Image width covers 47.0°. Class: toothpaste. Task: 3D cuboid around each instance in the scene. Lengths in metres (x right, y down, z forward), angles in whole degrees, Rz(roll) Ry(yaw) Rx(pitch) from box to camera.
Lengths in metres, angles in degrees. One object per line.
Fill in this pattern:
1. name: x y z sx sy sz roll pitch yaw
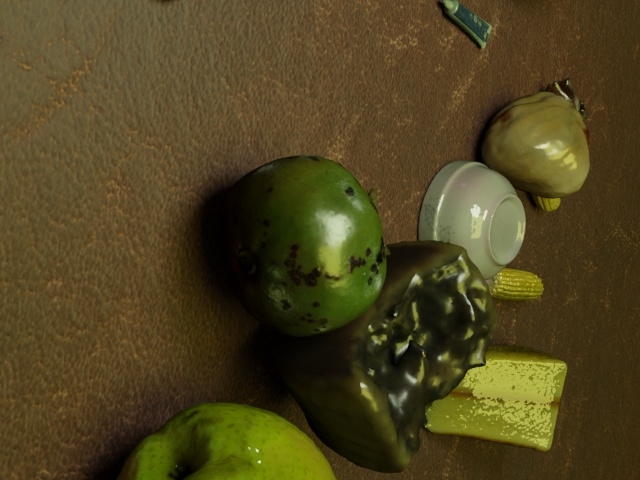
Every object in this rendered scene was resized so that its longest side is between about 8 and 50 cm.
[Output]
1. toothpaste: 0.318 -0.479 1.599 0.197 0.034 0.057 16 95 -49

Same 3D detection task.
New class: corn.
1. corn: 0.481 0.111 1.850 0.248 0.081 0.081 9 92 -47
2. corn: 0.567 -0.151 1.900 0.067 0.067 0.206 -55 129 -24

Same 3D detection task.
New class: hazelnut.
1. hazelnut: 0.497 -0.212 1.720 0.261 0.241 0.261 18 57 -31

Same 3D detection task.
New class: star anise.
1. star anise: 0.645 -0.291 1.934 0.288 0.088 0.288 11 76 -54

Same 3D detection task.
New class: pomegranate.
1. pomegranate: 0.006 0.007 1.175 0.323 0.291 0.291 -2 100 -24

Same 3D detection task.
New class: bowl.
1. bowl: 0.359 -0.034 1.651 0.287 0.143 0.287 -10 104 -45

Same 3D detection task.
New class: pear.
1. pear: -0.137 0.421 1.077 0.391 0.391 0.391 -11 106 -44

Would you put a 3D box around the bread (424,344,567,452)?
1. bread: 0.396 0.368 1.836 0.361 0.245 0.233 11 91 -17

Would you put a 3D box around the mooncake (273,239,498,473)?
1. mooncake: 0.130 0.184 1.274 0.394 0.393 0.246 -22 122 0
